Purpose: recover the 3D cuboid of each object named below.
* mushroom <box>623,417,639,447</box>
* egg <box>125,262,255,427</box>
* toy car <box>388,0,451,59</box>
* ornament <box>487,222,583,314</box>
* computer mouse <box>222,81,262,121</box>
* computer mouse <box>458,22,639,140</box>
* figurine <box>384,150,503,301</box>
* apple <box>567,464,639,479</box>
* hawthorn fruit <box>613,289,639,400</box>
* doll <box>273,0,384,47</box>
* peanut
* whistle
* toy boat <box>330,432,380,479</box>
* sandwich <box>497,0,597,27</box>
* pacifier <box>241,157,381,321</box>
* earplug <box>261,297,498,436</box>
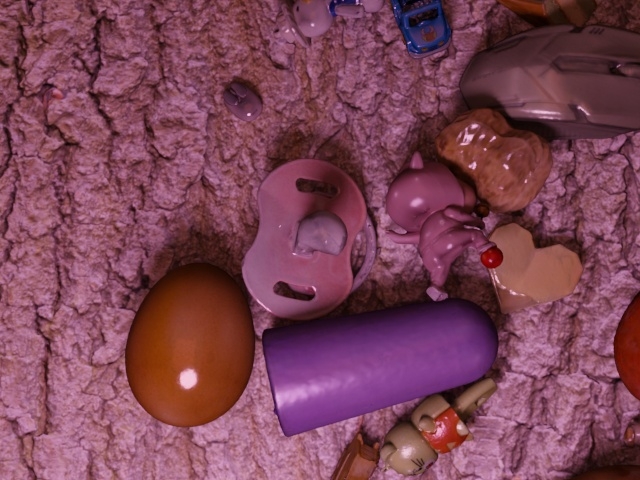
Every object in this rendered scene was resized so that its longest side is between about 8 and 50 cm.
[{"bbox_3d":[0.765,0.389,1.632,0.351,0.109,0.097,6,102,5],"label":"mushroom"},{"bbox_3d":[-0.251,0.203,1.666,0.250,0.250,0.322,7,76,5],"label":"egg"},{"bbox_3d":[0.203,-0.485,1.774,0.097,0.100,0.191,-20,84,2],"label":"toy car"},{"bbox_3d":[0.413,0.072,1.723,0.201,0.059,0.180,28,90,5],"label":"ornament"},{"bbox_3d":[-0.167,-0.298,1.815,0.066,0.039,0.096,-44,82,-1],"label":"computer mouse"},{"bbox_3d":[0.492,-0.321,1.696,0.429,0.145,0.228,1,78,10],"label":"computer mouse"},{"bbox_3d":[0.242,-0.032,1.687,0.186,0.176,0.287,-6,53,-27],"label":"figurine"},{"bbox_3d":[0.551,0.579,1.543,0.338,0.305,0.338,1,82,-9],"label":"apple"},{"bbox_3d":[0.708,0.194,1.569,0.295,0.311,0.295,3,85,-28],"label":"hawthorn fruit"},{"bbox_3d":[0.029,-0.493,1.760,0.293,0.119,0.138,-22,57,18],"label":"doll"},{"bbox_3d":[0.340,-0.162,1.700,0.233,0.110,0.196,37,131,11],"label":"peanut"},{"bbox_3d":[0.232,0.369,1.673,0.288,0.131,0.106,-37,54,0],"label":"whistle"},{"bbox_3d":[0.048,0.495,1.683,0.068,0.088,0.226,29,79,-13],"label":"toy boat"},{"bbox_3d":[0.460,-0.515,1.801,0.187,0.144,0.117,35,87,43],"label":"sandwich"},{"bbox_3d":[-0.023,-0.003,1.690,0.220,0.273,0.332,10,84,22],"label":"pacifier"},{"bbox_3d":[0.122,0.227,1.662,0.456,0.215,0.215,-14,83,0],"label":"earplug"}]
